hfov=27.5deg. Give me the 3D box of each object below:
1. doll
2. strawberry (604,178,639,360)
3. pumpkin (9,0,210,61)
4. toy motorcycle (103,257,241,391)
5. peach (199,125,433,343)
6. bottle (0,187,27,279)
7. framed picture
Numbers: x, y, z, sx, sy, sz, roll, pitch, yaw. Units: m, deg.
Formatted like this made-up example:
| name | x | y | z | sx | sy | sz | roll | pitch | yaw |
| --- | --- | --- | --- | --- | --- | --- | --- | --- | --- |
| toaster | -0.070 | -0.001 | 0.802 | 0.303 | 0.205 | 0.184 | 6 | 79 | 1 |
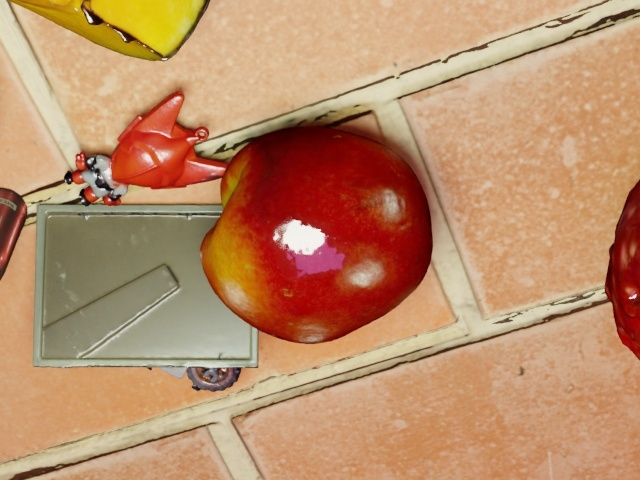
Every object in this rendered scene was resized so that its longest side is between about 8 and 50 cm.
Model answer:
| name | x | y | z | sx | sy | sz | roll | pitch | yaw |
| --- | --- | --- | --- | --- | --- | --- | --- | --- | --- |
| doll | -0.192 | -0.084 | 1.395 | 0.169 | 0.057 | 0.109 | -24 | 119 | 14 |
| strawberry | 0.439 | 0.052 | 1.299 | 0.295 | 0.345 | 0.317 | 38 | 114 | -21 |
| pumpkin | -0.258 | -0.303 | 1.245 | 0.312 | 0.148 | 0.169 | 24 | 87 | -23 |
| toy motorcycle | -0.170 | 0.088 | 1.486 | 0.215 | 0.080 | 0.122 | 35 | 115 | -12 |
| peach | 0.000 | 0.000 | 1.353 | 0.243 | 0.199 | 0.243 | -1 | 107 | -3 |
| bottle | -0.355 | 0.008 | 1.390 | 0.060 | 0.164 | 0.060 | 0 | 121 | 0 |
| framed picture | -0.190 | 0.050 | 1.437 | 0.250 | 0.016 | 0.184 | -1 | 83 | 1 |
